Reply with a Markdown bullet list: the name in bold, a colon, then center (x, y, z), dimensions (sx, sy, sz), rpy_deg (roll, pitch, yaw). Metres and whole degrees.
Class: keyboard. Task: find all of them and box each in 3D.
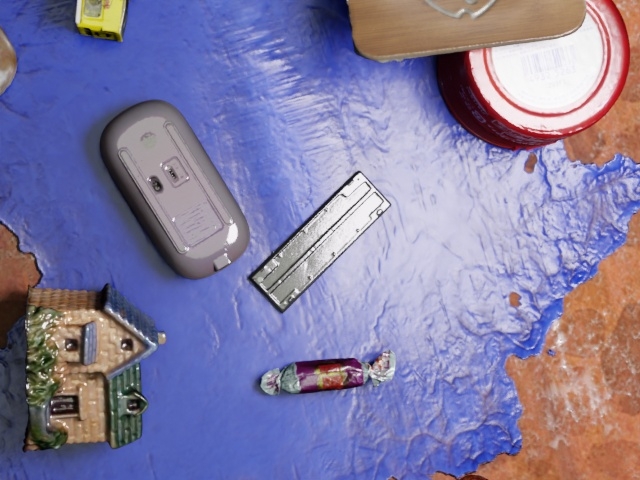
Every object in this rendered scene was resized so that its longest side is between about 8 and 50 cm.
- **keyboard**: center (0.000, 0.000, 1.671), dimensions (0.202, 0.011, 0.067), rpy_deg (-45, 97, -8)

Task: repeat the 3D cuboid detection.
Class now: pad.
- **pad**: center (0.167, -0.361, 1.593), dimensions (0.286, 0.018, 0.284), rpy_deg (-7, 72, 4)

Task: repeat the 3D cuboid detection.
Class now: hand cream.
- **hand cream**: center (0.270, -0.230, 1.657), dimensions (0.230, 0.149, 0.230), rpy_deg (0, 91, -9)

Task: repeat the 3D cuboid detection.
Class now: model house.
- **model house**: center (-0.267, 0.152, 1.550), dimensions (0.172, 0.166, 0.183), rpy_deg (1, 99, -13)

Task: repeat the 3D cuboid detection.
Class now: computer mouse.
- **computer mouse**: center (-0.181, -0.063, 1.619), dimensions (0.120, 0.057, 0.232), rpy_deg (-33, 91, -9)

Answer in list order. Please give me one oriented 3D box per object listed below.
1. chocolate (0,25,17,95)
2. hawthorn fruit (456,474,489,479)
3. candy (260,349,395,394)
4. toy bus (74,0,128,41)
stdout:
- **chocolate**: center (-0.496, -0.198, 1.559), dimensions (0.254, 0.080, 0.157), rpy_deg (-35, 94, -9)
- **hawthorn fruit**: center (0.194, 0.339, 1.661), dimensions (0.077, 0.077, 0.077), rpy_deg (0, 88, -10)
- **candy**: center (0.010, 0.170, 1.651), dimensions (0.175, 0.043, 0.045), rpy_deg (-5, 86, -6)
- **toy bus**: center (-0.259, -0.364, 1.610), dimensions (0.074, 0.081, 0.226), rpy_deg (5, 90, -5)
